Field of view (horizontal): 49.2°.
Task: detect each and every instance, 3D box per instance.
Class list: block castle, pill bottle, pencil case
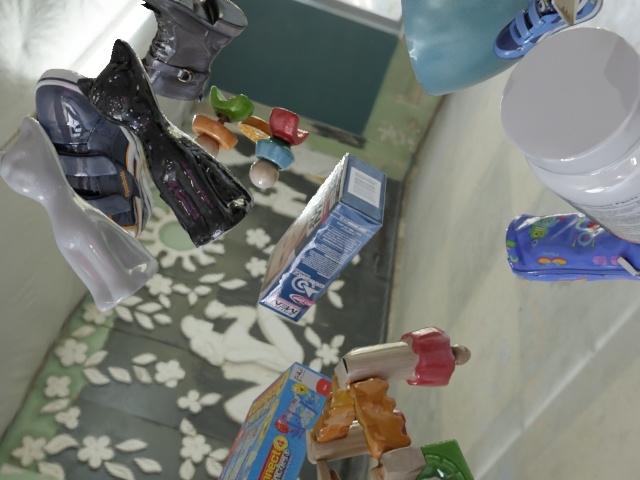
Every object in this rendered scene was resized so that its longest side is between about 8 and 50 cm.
[{"bbox_3d":[0.156,0.374,0.928,0.303,0.213,0.453,107,150,-44],"label":"block castle"},{"bbox_3d":[0.316,-0.103,0.747,0.160,0.283,0.160,-15,67,37],"label":"pill bottle"},{"bbox_3d":[0.443,0.014,1.134,0.133,0.119,0.306,-40,23,-29],"label":"pencil case"}]

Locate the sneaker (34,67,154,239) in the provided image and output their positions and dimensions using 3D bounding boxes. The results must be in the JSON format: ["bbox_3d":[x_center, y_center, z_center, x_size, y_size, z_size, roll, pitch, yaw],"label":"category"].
[{"bbox_3d":[-0.322,-0.089,0.997,0.321,0.126,0.127,79,-160,-54],"label":"sneaker"}]

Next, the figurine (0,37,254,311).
[{"bbox_3d":[-0.212,-0.061,0.714,0.215,0.209,0.092,-32,11,16],"label":"figurine"}]

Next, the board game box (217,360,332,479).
[{"bbox_3d":[-0.114,0.427,1.373,0.308,0.086,0.302,-51,12,55],"label":"board game box"}]

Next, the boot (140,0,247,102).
[{"bbox_3d":[-0.278,-0.349,1.234,0.229,0.263,0.091,-40,46,37],"label":"boot"}]

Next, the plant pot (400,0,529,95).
[{"bbox_3d":[0.260,-0.383,1.102,0.290,0.195,0.290,0,-90,-66],"label":"plant pot"}]

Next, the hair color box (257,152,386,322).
[{"bbox_3d":[0.000,0.000,1.480,0.347,0.105,0.174,-51,18,38],"label":"hair color box"}]

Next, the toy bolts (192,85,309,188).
[{"bbox_3d":[-0.145,-0.193,1.486,0.158,0.228,0.218,-64,-27,-10],"label":"toy bolts"}]

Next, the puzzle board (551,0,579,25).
[{"bbox_3d":[0.203,-0.243,0.551,0.096,0.011,0.128,-11,-67,-62],"label":"puzzle board"}]

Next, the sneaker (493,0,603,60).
[{"bbox_3d":[0.275,-0.280,0.877,0.144,0.059,0.053,-29,67,35],"label":"sneaker"}]
